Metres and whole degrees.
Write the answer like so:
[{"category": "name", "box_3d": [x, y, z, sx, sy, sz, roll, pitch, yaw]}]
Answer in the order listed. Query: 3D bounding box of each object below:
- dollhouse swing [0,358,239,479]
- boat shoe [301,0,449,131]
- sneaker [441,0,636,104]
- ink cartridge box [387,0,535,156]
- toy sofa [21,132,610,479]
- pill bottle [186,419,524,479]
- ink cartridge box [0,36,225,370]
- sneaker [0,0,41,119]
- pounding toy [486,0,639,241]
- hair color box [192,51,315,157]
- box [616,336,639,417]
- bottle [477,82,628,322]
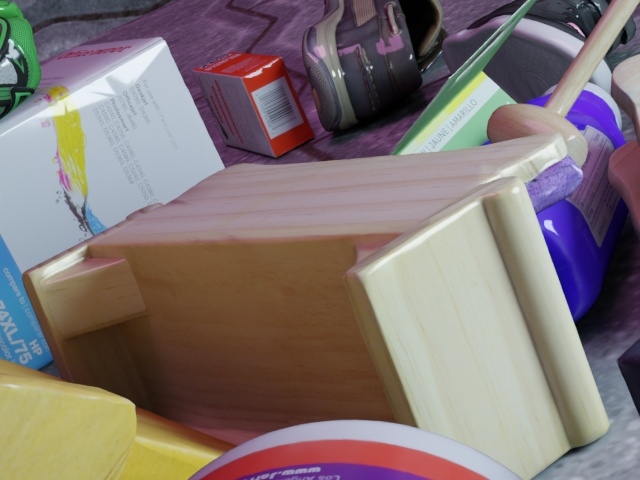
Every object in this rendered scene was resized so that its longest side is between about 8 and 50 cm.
[{"category": "dollhouse swing", "box_3d": [-0.229, 0.164, 0.825, 0.347, 0.305, 0.315, 13, 68, 42]}, {"category": "boat shoe", "box_3d": [0.073, -0.218, 1.779, 0.130, 0.132, 0.355, -10, 29, 14]}, {"category": "sneaker", "box_3d": [0.215, -0.178, 1.449, 0.147, 0.104, 0.296, -32, 13, -8]}, {"category": "ink cartridge box", "box_3d": [0.089, -0.067, 1.182, 0.171, 0.056, 0.235, -46, -1, -42]}, {"category": "toy sofa", "box_3d": [0.000, 0.048, 0.987, 0.177, 0.150, 0.362, -30, 17, -35]}, {"category": "pill bottle", "box_3d": [-0.006, 0.198, 0.483, 0.181, 0.181, 0.323, -19, 18, 17]}, {"category": "ink cartridge box", "box_3d": [-0.242, -0.031, 1.476, 0.270, 0.197, 0.198, -33, 19, -25]}, {"category": "sneaker", "box_3d": [-0.319, -0.145, 1.404, 0.146, 0.134, 0.343, -24, 25, -18]}, {"category": "pounding toy", "box_3d": [0.246, -0.079, 0.969, 0.269, 0.155, 0.154, -22, 40, -21]}, {"category": "hair color box", "box_3d": [-0.072, -0.145, 1.772, 0.053, 0.093, 0.167, -29, 18, -17]}, {"category": "box", "box_3d": [0.209, 0.083, 0.576, 0.093, 0.156, 0.158, -37, 21, -34]}, {"category": "bottle", "box_3d": [0.146, -0.029, 1.115, 0.118, 0.092, 0.283, -19, 17, 27]}]
